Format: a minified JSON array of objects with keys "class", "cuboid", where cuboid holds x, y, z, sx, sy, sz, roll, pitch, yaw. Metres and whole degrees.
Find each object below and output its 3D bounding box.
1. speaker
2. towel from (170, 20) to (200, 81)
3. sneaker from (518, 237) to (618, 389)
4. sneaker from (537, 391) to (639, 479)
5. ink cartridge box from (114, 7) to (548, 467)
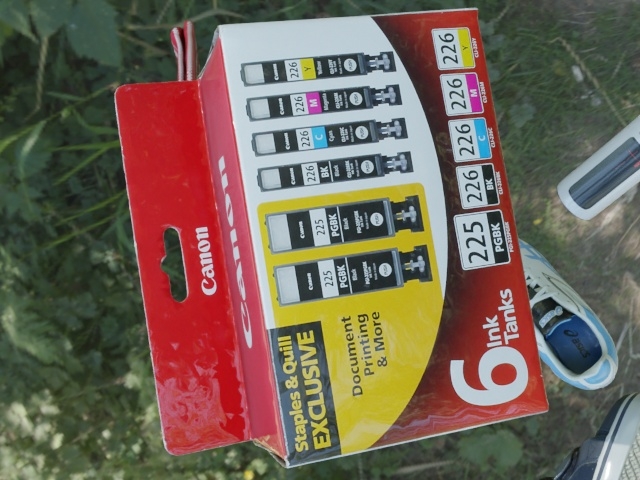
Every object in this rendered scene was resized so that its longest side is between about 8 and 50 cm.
[{"class":"speaker","cuboid":[0.321,-0.082,0.916,0.055,0.055,0.136,51,131,8]},{"class":"towel","cuboid":[-0.145,-0.086,0.996,0.031,0.198,0.274,-5,138,-5]},{"class":"sneaker","cuboid":[0.253,0.070,0.988,0.085,0.086,0.237,-41,67,3]},{"class":"sneaker","cuboid":[0.311,0.323,1.039,0.127,0.126,0.321,21,98,42]},{"class":"ink cartridge box","cuboid":[0.000,0.000,0.652,0.130,0.272,0.309,157,104,-74]}]
